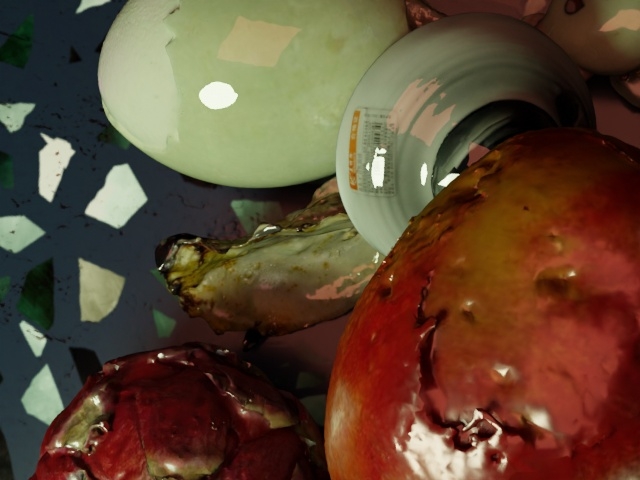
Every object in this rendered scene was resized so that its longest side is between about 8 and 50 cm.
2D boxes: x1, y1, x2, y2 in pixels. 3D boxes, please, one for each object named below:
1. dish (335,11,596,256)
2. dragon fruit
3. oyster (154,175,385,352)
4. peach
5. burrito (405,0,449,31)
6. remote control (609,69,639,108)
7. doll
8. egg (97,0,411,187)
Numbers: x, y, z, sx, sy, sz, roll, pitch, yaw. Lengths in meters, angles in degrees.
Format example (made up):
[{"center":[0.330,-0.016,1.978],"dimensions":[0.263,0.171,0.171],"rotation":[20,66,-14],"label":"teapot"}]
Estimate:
[{"center":[0.164,-0.072,1.318],"dimensions":[0.273,0.134,0.273],"rotation":[-8,114,-18],"label":"dish"},{"center":[-0.142,0.258,1.404],"dimensions":[0.329,0.329,0.329],"rotation":[-1,86,11],"label":"dragon fruit"},{"center":[0.010,-0.005,1.445],"dimensions":[0.361,0.221,0.096],"rotation":[-23,64,9],"label":"oyster"},{"center":[0.178,0.107,1.154],"dimensions":[0.339,0.353,0.416],"rotation":[49,115,37],"label":"peach"},{"center":[0.094,-0.255,1.525],"dimensions":[0.171,0.042,0.051],"rotation":[34,96,9],"label":"burrito"},{"center":[0.400,-0.234,1.460],"dimensions":[0.072,0.042,0.222],"rotation":[44,96,13],"label":"remote control"},{"center":[0.280,-0.218,1.439],"dimensions":[0.275,0.113,0.154],"rotation":[-33,49,14],"label":"doll"},{"center":[-0.069,-0.190,1.427],"dimensions":[0.336,0.278,0.278],"rotation":[-11,84,1],"label":"egg"}]
